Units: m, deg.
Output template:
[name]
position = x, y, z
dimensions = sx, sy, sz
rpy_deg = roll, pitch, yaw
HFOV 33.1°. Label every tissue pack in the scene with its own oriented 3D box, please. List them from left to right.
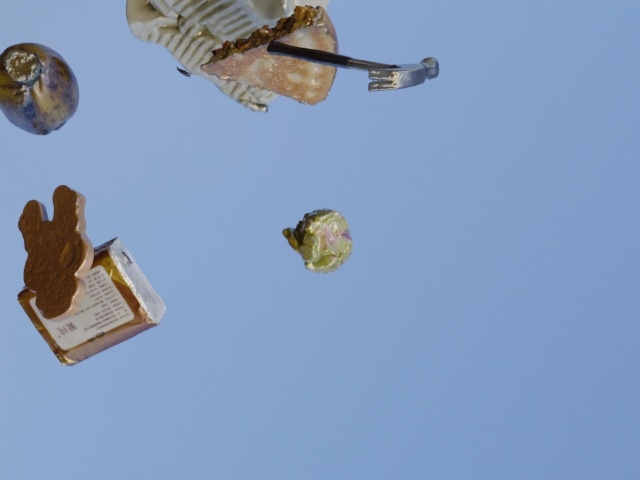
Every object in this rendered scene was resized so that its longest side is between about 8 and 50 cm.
[tissue pack]
position = -0.432, 0.119, 2.043
dimensions = 0.226, 0.183, 0.092
rpy_deg = -26, -162, 16

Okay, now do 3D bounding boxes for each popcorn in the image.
[popcorn]
position = 0.002, 0.000, 1.606
dimensions = 0.089, 0.109, 0.097
rpy_deg = 3, -80, 43

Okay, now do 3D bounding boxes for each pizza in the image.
[pizza]
position = -0.073, -0.263, 1.534
dimensions = 0.188, 0.199, 0.062
rpy_deg = 97, -12, -54

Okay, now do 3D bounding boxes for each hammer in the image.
[hammer]
position = 0.023, -0.230, 1.388
dimensions = 0.246, 0.103, 0.029
rpy_deg = 17, -62, 34

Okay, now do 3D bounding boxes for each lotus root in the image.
[lotus root]
position = -0.415, -0.220, 1.574
dimensions = 0.209, 0.120, 0.120
rpy_deg = 87, 25, -72

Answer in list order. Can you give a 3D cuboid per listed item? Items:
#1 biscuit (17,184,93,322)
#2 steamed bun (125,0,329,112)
[biscuit]
position = -0.442, 0.023, 1.812
dimensions = 0.144, 0.040, 0.236
rpy_deg = -26, -116, 28
[steamed bun]
position = -0.137, -0.414, 1.773
dimensions = 0.346, 0.394, 0.237
rpy_deg = 10, -120, 23
